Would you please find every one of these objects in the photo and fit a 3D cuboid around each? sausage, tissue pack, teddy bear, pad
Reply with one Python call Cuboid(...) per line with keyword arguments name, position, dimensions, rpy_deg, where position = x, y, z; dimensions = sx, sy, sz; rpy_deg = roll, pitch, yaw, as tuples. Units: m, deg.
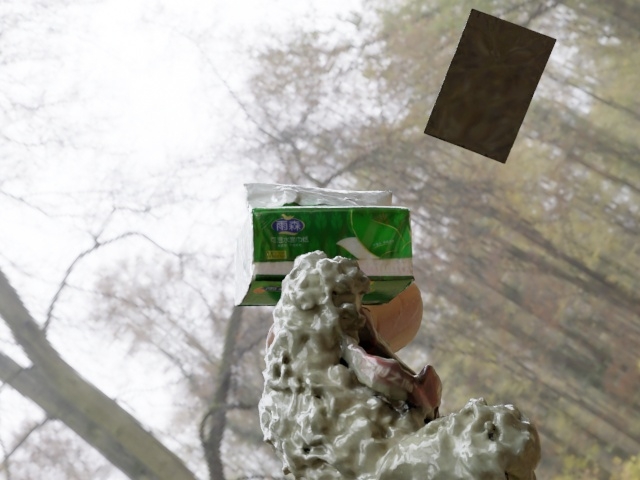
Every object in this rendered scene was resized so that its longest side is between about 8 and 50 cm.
Cuboid(name="sausage", position=(0.045, 0.127, 1.447), dimensions=(0.304, 0.121, 0.121), rpy_deg=(-17, -44, -54))
Cuboid(name="tissue pack", position=(-0.001, -0.001, 1.301), dimensions=(0.148, 0.209, 0.156), rpy_deg=(131, 139, -72))
Cuboid(name="teddy bear", position=(0.095, 0.223, 1.129), dimensions=(0.224, 0.357, 0.367), rpy_deg=(-48, -34, -1))
Cuboid(name="pad", position=(0.239, -0.217, 1.428), dimensions=(0.004, 0.127, 0.190), rpy_deg=(-42, -26, -72))
